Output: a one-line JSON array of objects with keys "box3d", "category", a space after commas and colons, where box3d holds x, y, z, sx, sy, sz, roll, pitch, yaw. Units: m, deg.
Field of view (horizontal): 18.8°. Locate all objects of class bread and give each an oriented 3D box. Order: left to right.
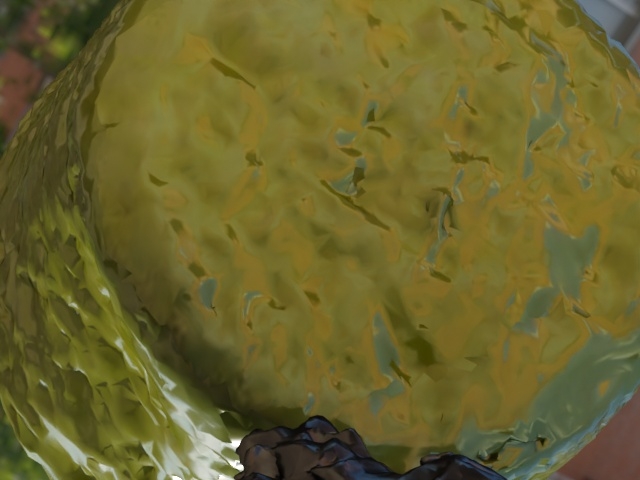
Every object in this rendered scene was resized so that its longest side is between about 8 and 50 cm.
[{"box3d": [0.000, 0.000, 0.979, 0.308, 0.348, 0.348, 123, -13, -73], "category": "bread"}]

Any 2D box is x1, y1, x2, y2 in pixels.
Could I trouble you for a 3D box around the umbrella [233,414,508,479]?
[{"box3d": [0.103, 0.178, 0.664, 0.128, 0.336, 0.154, -59, -171, 36], "category": "umbrella"}]
